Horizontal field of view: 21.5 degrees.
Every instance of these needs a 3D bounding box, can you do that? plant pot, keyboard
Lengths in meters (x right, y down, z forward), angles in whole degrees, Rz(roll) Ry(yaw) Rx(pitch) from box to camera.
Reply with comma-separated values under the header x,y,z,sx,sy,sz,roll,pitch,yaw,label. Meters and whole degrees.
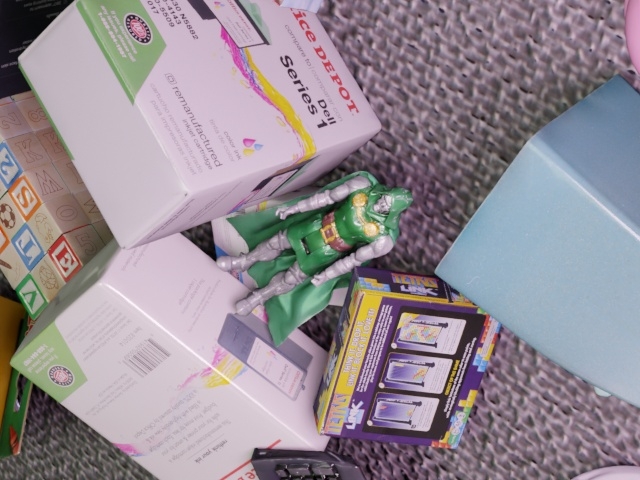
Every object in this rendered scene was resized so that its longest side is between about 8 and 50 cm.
x,y,z,sx,sy,sz,roll,pitch,yaw,label
0.253,0.021,1.361,0.234,0.165,0.166,43,130,11,plant pot
0.000,0.334,1.707,0.201,0.033,0.317,-2,125,33,keyboard

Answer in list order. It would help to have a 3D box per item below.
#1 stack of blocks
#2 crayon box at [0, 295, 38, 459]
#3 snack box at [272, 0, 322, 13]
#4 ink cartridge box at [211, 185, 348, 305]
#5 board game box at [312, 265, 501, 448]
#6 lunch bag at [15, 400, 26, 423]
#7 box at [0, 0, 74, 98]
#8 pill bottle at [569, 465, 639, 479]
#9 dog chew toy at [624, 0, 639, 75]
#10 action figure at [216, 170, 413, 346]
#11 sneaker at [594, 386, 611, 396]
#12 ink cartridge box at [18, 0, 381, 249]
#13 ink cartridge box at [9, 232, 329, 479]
x,y,z,sx,sy,sz,roll,pitch,yaw,label
-0.355,-0.062,1.932,0.297,0.087,0.171,56,134,11,stack of blocks
-0.466,0.178,2.065,0.318,0.081,0.202,-17,57,44,crayon box
-0.052,-0.334,1.530,0.207,0.070,0.174,38,109,27,snack box
-0.022,0.003,1.669,0.181,0.061,0.104,6,110,41,ink cartridge box
0.081,0.111,1.567,0.048,0.141,0.170,-100,23,-56,board game box
-0.426,0.229,2.121,0.083,0.071,0.053,-23,88,46,lunch bag
-0.310,-0.246,1.771,0.093,0.156,0.158,32,126,30,box
0.273,0.322,1.480,0.124,0.124,0.221,8,113,40,pill bottle
0.357,-0.131,1.187,0.332,0.206,0.207,26,123,43,dog chew toy
0.000,0.000,1.567,0.232,0.063,0.137,-30,83,40,action figure
0.273,0.101,1.454,0.098,0.038,0.069,-2,105,43,sneaker
-0.104,-0.132,1.543,0.117,0.278,0.201,-37,80,41,ink cartridge box
-0.111,0.155,1.717,0.353,0.119,0.207,40,135,-12,ink cartridge box
